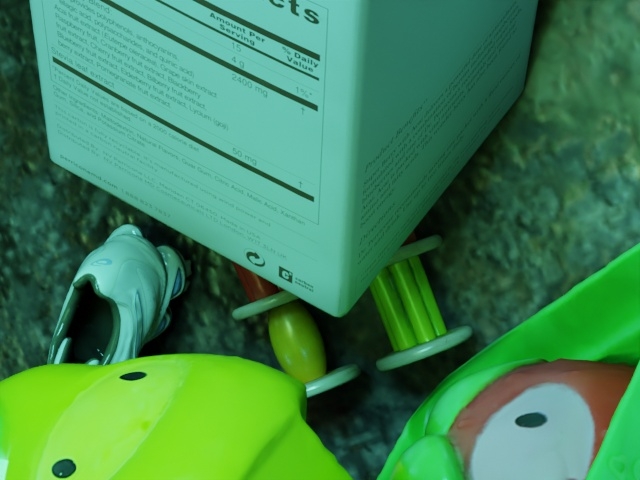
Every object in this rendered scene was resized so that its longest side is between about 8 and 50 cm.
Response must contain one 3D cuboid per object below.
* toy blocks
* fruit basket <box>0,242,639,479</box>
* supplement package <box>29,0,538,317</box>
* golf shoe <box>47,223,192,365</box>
[{"bbox_3d":[0.000,0.000,1.022,0.123,0.054,0.148,-21,90,27],"label":"toy blocks"},{"bbox_3d":[0.011,0.148,0.831,0.392,0.392,0.283,56,143,6],"label":"fruit basket"},{"bbox_3d":[-0.011,-0.143,0.858,0.175,0.177,0.293,29,147,18],"label":"supplement package"},{"bbox_3d":[-0.131,0.079,1.081,0.069,0.086,0.176,19,109,19],"label":"golf shoe"}]
